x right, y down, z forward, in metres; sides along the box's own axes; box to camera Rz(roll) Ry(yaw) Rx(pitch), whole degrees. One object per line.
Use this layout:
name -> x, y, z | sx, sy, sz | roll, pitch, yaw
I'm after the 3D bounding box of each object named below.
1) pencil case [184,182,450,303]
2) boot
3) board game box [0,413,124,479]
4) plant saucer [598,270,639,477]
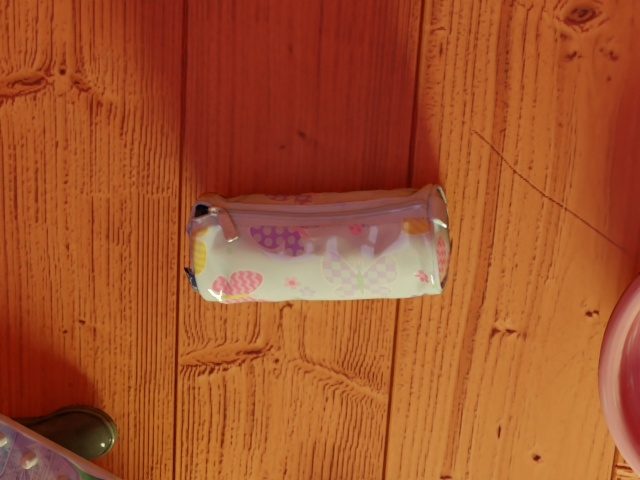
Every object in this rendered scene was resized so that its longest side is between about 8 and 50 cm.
pencil case -> 0.000, 0.000, 1.321 | 0.273, 0.113, 0.124 | -1, 130, 13
boot -> -0.347, 0.268, 1.442 | 0.189, 0.208, 0.076 | -14, 103, 18
board game box -> -0.386, 0.354, 1.334 | 0.389, 0.050, 0.390 | 26, 111, 12
plant saucer -> 0.446, 0.128, 1.273 | 0.332, 0.084, 0.332 | 4, 109, 13
